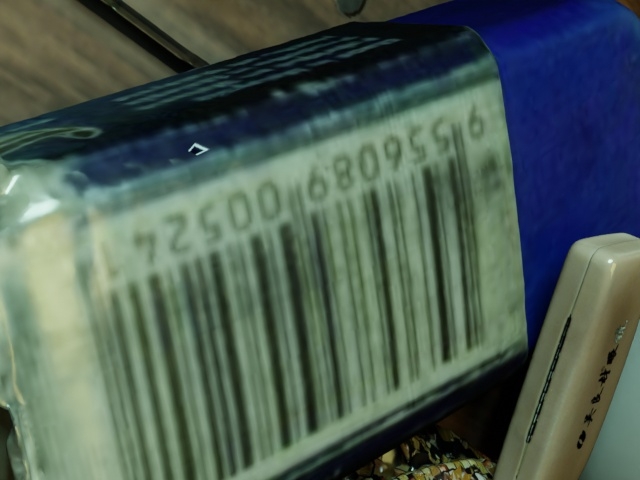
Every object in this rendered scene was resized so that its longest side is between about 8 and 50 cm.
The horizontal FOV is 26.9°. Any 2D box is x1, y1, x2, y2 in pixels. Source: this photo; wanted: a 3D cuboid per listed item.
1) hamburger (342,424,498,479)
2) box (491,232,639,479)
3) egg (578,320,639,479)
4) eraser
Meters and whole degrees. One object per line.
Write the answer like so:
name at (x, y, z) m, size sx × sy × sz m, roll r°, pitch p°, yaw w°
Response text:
hamburger at (0.033, 0.192, 0.584) m, size 0.231 × 0.107 × 0.231 m, roll -11°, pitch 108°, yaw -36°
box at (0.104, 0.053, 0.542) m, size 0.048 × 0.025 × 0.115 m, roll -5°, pitch 118°, yaw -48°
egg at (0.201, 0.095, 0.666) m, size 0.232 × 0.176 × 0.176 m, roll 3°, pitch 97°, yaw -40°
eraser at (0.000, 0.000, 0.512) m, size 0.332 × 0.101 × 0.155 m, roll -24°, pitch 115°, yaw -38°
